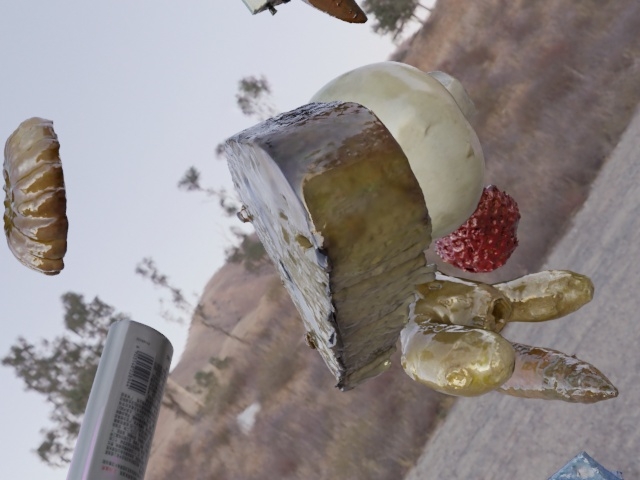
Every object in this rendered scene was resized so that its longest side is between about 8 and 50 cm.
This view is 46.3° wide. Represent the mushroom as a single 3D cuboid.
[{"bbox_3d":[0.142,-0.168,1.209,0.336,0.314,0.314,-48,-11,-37],"label":"mushroom"}]

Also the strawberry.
[{"bbox_3d":[0.325,-0.006,1.466,0.190,0.111,0.236,-28,-27,0],"label":"strawberry"}]

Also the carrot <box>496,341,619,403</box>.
[{"bbox_3d":[0.369,0.218,1.180,0.102,0.102,0.263,-54,17,-14],"label":"carrot"}]

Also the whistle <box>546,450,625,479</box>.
[{"bbox_3d":[0.236,0.333,0.857,0.062,0.062,0.304,-48,-11,-46],"label":"whistle"}]

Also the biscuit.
[{"bbox_3d":[-0.581,-0.087,1.510,0.107,0.325,0.325,-5,-38,-30],"label":"biscuit"}]

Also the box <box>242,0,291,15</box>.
[{"bbox_3d":[-0.105,-0.478,1.254,0.045,0.211,0.270,-34,11,30],"label":"box"}]

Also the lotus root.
[{"bbox_3d":[0.000,0.000,0.506,0.074,0.170,0.260,-31,-18,-13],"label":"lotus root"}]

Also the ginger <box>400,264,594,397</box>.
[{"bbox_3d":[0.182,0.114,1.120,0.363,0.348,0.122,-37,-60,-44],"label":"ginger"}]

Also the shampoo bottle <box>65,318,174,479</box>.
[{"bbox_3d":[-0.217,0.203,0.807,0.056,0.086,0.227,-15,51,29],"label":"shampoo bottle"}]

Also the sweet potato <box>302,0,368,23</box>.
[{"bbox_3d":[-0.045,-0.373,1.024,0.057,0.264,0.057,-55,15,23],"label":"sweet potato"}]
